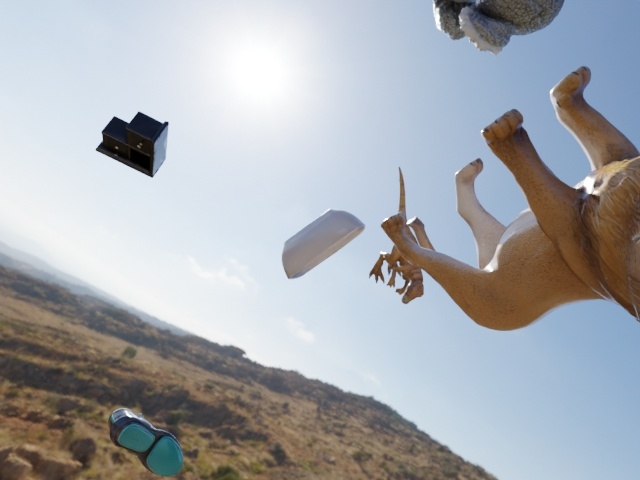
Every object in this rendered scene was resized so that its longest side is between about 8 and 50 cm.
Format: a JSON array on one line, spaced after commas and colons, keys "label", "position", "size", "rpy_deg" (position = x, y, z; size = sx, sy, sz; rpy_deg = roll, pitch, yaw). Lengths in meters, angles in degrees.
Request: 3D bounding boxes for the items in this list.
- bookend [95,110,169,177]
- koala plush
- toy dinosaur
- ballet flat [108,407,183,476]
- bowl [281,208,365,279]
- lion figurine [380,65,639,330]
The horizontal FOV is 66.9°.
[{"label": "bookend", "position": [-0.460, -0.252, 1.179], "size": [0.156, 0.072, 0.157], "rpy_deg": [27, -31, -8]}, {"label": "koala plush", "position": [0.237, -0.346, 0.630], "size": [0.196, 0.221, 0.203], "rpy_deg": [-28, -38, 22]}, {"label": "toy dinosaur", "position": [0.125, 0.010, 0.723], "size": [0.064, 0.211, 0.112], "rpy_deg": [14, -39, -24]}, {"label": "ballet flat", "position": [-0.320, 0.365, 0.885], "size": [0.074, 0.074, 0.203], "rpy_deg": [21, -31, 36]}, {"label": "bowl", "position": [0.000, 0.000, 0.757], "size": [0.053, 0.142, 0.142], "rpy_deg": [55, 4, 5]}, {"label": "lion figurine", "position": [0.207, 0.015, 0.445], "size": [0.240, 0.142, 0.392], "rpy_deg": [57, -14, 7]}]
